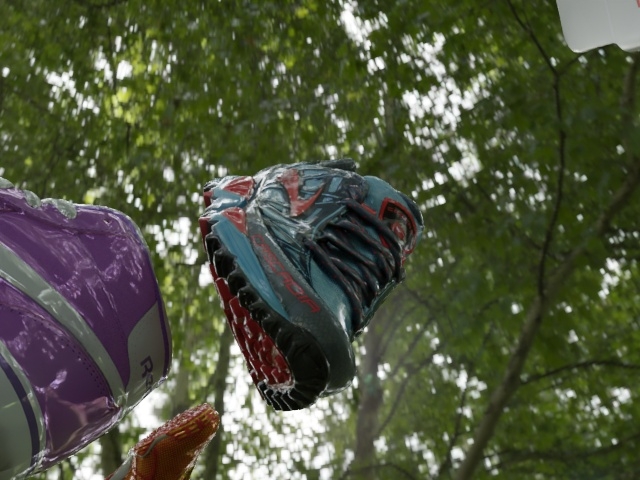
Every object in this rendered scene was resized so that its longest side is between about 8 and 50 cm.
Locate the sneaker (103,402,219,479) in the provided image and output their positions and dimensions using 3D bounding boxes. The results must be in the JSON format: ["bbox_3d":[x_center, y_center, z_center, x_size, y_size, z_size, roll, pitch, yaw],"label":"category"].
[{"bbox_3d":[-0.121,0.182,0.753,0.067,0.064,0.175,47,-58,9],"label":"sneaker"}]

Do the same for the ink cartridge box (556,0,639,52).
[{"bbox_3d":[0.183,-0.190,0.382,0.119,0.353,0.207,-15,-83,-4],"label":"ink cartridge box"}]

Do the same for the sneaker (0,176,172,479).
[{"bbox_3d":[-0.194,-0.007,0.529,0.282,0.161,0.102,48,-51,11],"label":"sneaker"}]

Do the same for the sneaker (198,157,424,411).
[{"bbox_3d":[0.000,0.000,0.582,0.125,0.262,0.104,-20,-68,-1],"label":"sneaker"}]
